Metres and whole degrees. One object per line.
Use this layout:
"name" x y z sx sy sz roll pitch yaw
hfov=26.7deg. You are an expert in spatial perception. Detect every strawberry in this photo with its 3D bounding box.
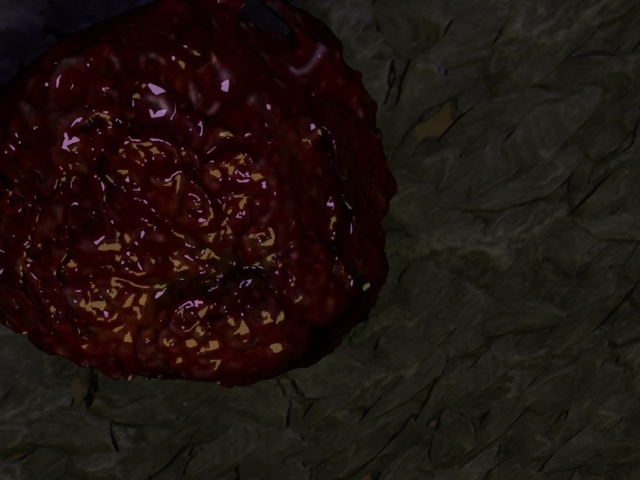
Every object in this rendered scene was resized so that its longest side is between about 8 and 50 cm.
"strawberry" -0.078 -0.014 0.810 0.274 0.220 0.274 -15 139 -14

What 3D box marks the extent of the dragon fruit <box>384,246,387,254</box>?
"dragon fruit" 0.000 0.000 0.973 0.162 0.106 0.083 -42 141 13
